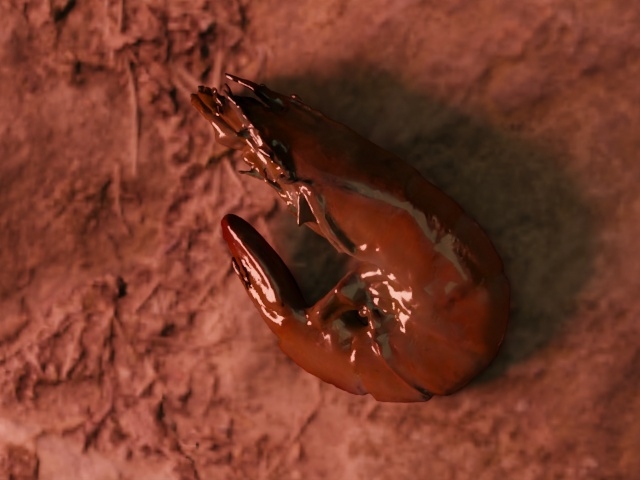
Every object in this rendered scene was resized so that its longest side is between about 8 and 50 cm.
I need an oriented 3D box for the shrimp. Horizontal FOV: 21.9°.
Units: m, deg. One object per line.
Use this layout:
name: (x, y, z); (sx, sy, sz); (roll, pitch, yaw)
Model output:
shrimp: (0.002, -0.001, 0.932); (0.236, 0.053, 0.133); (40, 118, 13)
